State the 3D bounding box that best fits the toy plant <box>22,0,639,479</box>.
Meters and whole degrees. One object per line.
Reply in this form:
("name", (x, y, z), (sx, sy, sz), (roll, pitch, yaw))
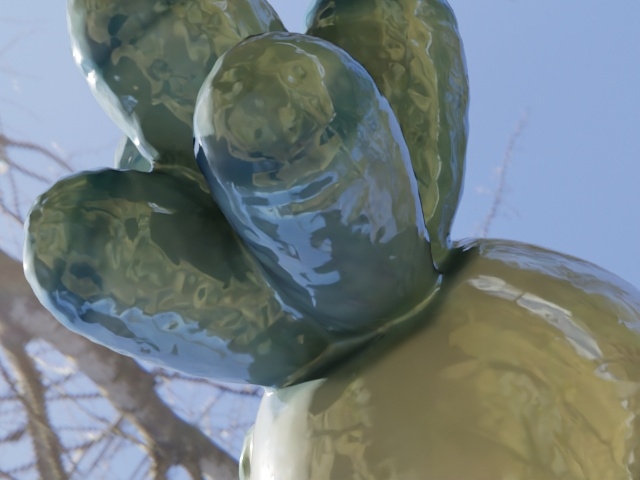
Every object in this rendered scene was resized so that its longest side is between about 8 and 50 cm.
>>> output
("toy plant", (0.000, 0.000, 0.697), (0.247, 0.247, 0.332), (-35, -83, 1))
